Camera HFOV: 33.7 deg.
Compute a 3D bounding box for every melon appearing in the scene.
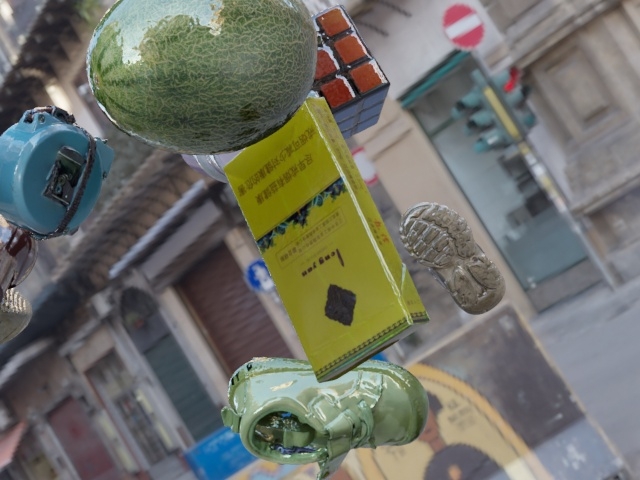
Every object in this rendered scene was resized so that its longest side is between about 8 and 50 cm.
[{"bbox_3d":[-0.077,-0.133,0.772,0.192,0.139,0.139,-20,-10,-35],"label":"melon"}]

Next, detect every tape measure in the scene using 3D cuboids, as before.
[{"bbox_3d":[-0.303,-0.074,1.166,0.081,0.146,0.125,13,-11,33],"label":"tape measure"}]

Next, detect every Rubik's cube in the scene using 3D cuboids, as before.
[{"bbox_3d":[-0.004,-0.241,1.641,0.160,0.163,0.162,-28,-9,-11],"label":"Rubik's cube"}]

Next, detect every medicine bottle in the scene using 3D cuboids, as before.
[{"bbox_3d":[-0.155,-0.175,1.830,0.152,0.152,0.254,-30,16,-13],"label":"medicine bottle"}]

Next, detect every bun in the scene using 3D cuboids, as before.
[{"bbox_3d":[-0.543,0.115,1.647,0.113,0.166,0.173,-58,-6,8],"label":"bun"}]

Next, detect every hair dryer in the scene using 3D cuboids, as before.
[{"bbox_3d":[-0.580,-0.016,1.513,0.123,0.340,0.312,-64,12,10],"label":"hair dryer"}]

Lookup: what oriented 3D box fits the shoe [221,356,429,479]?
[{"bbox_3d":[0.005,0.231,1.355,0.140,0.262,0.128,100,180,-48],"label":"shoe"}]

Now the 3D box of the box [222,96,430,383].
[{"bbox_3d":[0.000,-0.001,1.158,0.153,0.279,0.041,-36,-18,36],"label":"box"}]

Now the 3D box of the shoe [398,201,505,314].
[{"bbox_3d":[0.186,0.020,1.479,0.089,0.180,0.092,-41,-2,6],"label":"shoe"}]
